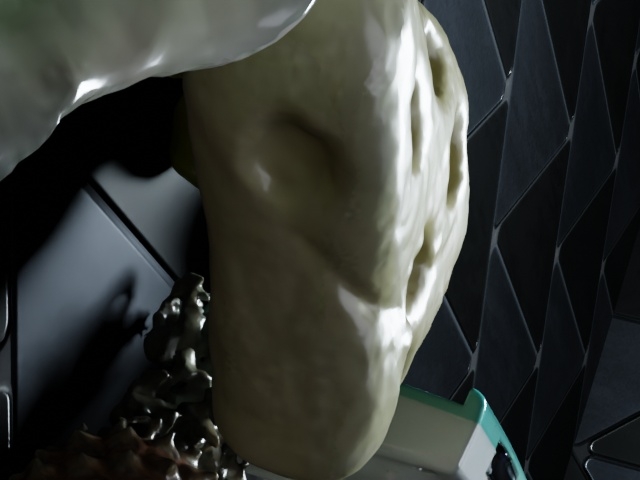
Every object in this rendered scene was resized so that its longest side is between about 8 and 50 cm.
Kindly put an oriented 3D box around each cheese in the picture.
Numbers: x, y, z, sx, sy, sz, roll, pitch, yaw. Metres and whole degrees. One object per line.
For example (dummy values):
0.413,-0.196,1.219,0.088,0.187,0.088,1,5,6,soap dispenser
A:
0.017,-0.083,1.045,0.328,0.130,0.351,-65,157,-55,cheese

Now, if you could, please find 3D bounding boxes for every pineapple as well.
-0.114,0.154,1.065,0.361,0.175,0.175,-70,163,-45,pineapple

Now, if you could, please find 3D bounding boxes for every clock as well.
0.024,0.163,1.338,0.116,0.231,0.262,-67,160,-14,clock

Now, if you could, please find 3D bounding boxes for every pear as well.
-0.052,-0.073,1.167,0.097,0.092,0.092,-59,160,-2,pear

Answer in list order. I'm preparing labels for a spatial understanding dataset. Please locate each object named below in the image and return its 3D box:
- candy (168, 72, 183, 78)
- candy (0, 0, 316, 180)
-0.075,-0.180,1.024,0.106,0.094,0.199,-64,165,-48,candy
-0.145,-0.222,0.586,0.386,0.186,0.427,-37,132,-33,candy
